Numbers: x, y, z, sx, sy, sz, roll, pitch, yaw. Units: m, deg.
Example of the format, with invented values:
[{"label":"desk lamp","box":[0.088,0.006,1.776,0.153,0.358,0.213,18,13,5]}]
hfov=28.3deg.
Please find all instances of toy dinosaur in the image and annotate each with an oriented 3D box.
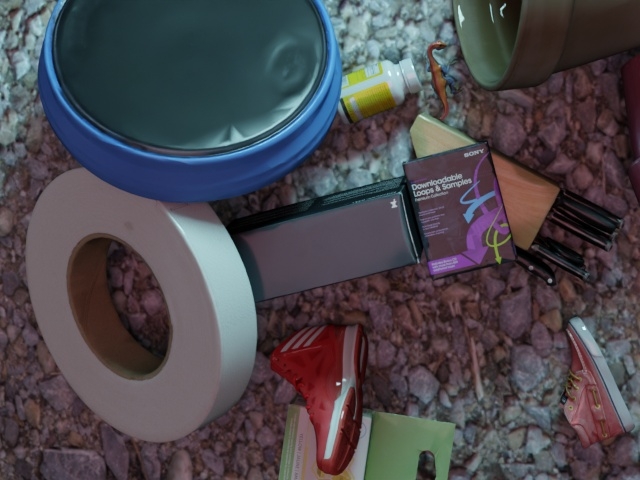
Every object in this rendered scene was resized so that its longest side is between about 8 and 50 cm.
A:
[{"label":"toy dinosaur","box":[0.163,-0.223,1.699,0.047,0.090,0.082,-15,140,19]}]

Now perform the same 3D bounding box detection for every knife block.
[{"label":"knife block","box":[0.268,-0.068,1.699,0.242,0.088,0.275,-17,95,9]}]

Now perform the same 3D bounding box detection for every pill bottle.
[{"label":"pill bottle","box":[0.076,-0.205,1.715,0.116,0.065,0.065,-20,95,10]}]

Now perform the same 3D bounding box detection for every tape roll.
[{"label":"tape roll","box":[-0.246,0.078,1.693,0.392,0.072,0.391,17,117,37]}]

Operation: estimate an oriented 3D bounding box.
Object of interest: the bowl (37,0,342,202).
[{"label":"bowl","box":[-0.165,-0.231,1.619,0.391,0.077,0.391,2,59,-3]}]

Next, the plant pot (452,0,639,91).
[{"label":"plant pot","box":[0.332,-0.350,1.564,0.281,0.323,0.323,-4,98,-10]}]

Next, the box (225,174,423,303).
[{"label":"box","box":[0.000,0.000,1.695,0.261,0.184,0.103,-14,96,10]}]

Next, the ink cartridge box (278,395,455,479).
[{"label":"ink cartridge box","box":[0.062,0.325,1.801,0.235,0.056,0.171,9,99,8]}]

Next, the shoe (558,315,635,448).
[{"label":"shoe","box":[0.358,0.197,1.737,0.081,0.063,0.178,-26,98,5]}]

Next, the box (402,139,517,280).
[{"label":"box","box":[0.181,-0.039,1.654,0.116,0.029,0.162,-15,95,10]}]

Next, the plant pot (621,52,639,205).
[{"label":"plant pot","box":[0.473,-0.158,1.617,0.201,0.201,0.180,-18,79,10]}]

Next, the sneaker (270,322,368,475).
[{"label":"sneaker","box":[-0.010,0.217,1.752,0.128,0.087,0.221,1,55,18]}]
